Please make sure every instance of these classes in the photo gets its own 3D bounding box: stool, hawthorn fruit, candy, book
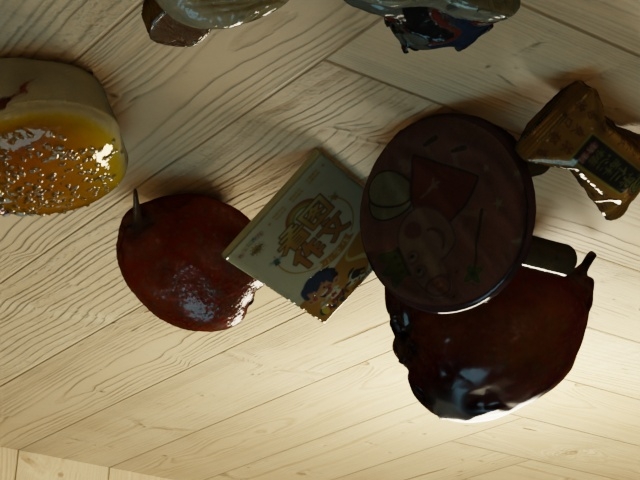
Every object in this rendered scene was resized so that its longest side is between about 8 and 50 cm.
[{"bbox_3d":[0.206,-0.030,2.073,0.272,0.272,0.178,-16,165,36],"label":"stool"},{"bbox_3d":[0.261,0.129,2.388,0.324,0.308,0.308,6,158,-30],"label":"hawthorn fruit"},{"bbox_3d":[0.375,-0.119,2.018,0.143,0.101,0.271,-48,139,12],"label":"candy"},{"bbox_3d":[0.000,0.000,2.271,0.208,0.020,0.295,-48,143,5],"label":"book"},{"bbox_3d":[-0.207,0.015,2.282,0.210,0.211,0.262,-21,129,42],"label":"hawthorn fruit"}]

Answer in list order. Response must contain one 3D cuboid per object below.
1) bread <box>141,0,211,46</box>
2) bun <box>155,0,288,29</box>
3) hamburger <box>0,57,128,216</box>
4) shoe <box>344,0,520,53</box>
[{"bbox_3d":[-0.167,-0.269,1.778,0.085,0.053,0.085,-11,144,-8],"label":"bread"},{"bbox_3d":[-0.106,-0.305,1.608,0.173,0.167,0.113,23,-167,-26],"label":"bun"},{"bbox_3d":[-0.373,-0.125,2.015,0.227,0.151,0.295,-2,155,2],"label":"hamburger"},{"bbox_3d":[0.104,-0.269,1.699,0.227,0.099,0.125,6,154,-21],"label":"shoe"}]
